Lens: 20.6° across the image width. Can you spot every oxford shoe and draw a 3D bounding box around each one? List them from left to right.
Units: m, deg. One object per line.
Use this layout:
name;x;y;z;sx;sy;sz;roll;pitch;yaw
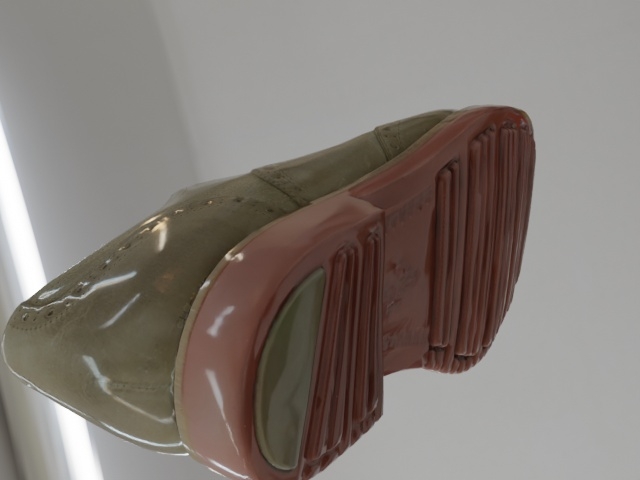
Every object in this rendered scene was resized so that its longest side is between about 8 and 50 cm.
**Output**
oxford shoe;0.000;0.000;0.874;0.397;0.147;0.140;-21;-62;-62
